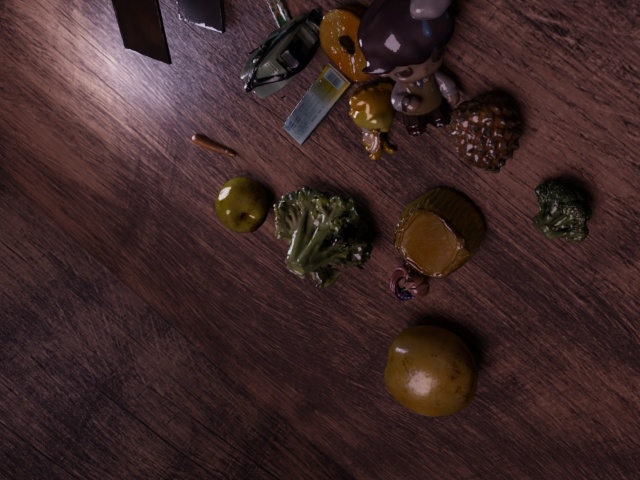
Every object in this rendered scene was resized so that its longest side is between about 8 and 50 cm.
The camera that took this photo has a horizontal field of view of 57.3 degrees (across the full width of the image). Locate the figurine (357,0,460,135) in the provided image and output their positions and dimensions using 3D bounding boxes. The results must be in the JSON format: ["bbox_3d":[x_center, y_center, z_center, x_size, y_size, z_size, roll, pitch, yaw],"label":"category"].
[{"bbox_3d":[0.210,-0.391,1.327,0.218,0.206,0.365,-11,125,16],"label":"figurine"}]

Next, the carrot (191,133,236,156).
[{"bbox_3d":[-0.374,-0.333,2.078,0.190,0.037,0.037,25,140,16],"label":"carrot"}]

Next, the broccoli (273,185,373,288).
[{"bbox_3d":[-0.005,-0.008,1.856,0.348,0.281,0.293,39,146,-12],"label":"broccoli"}]

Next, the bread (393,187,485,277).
[{"bbox_3d":[0.332,-0.019,1.665,0.227,0.142,0.253,40,147,1],"label":"bread"}]

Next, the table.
[{"bbox_3d":[-0.413,-0.672,1.586,0.196,0.250,0.282,23,139,23],"label":"table"}]

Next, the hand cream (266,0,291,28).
[{"bbox_3d":[-0.110,-0.612,1.559,0.057,0.037,0.165,6,136,39],"label":"hand cream"}]

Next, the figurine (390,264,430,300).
[{"bbox_3d":[0.294,0.132,1.867,0.126,0.114,0.157,30,160,-10],"label":"figurine"}]

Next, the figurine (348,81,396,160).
[{"bbox_3d":[0.143,-0.319,1.558,0.246,0.131,0.156,79,172,-59],"label":"figurine"}]

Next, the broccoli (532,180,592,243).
[{"bbox_3d":[0.578,-0.066,1.401,0.162,0.138,0.146,48,-178,-12],"label":"broccoli"}]

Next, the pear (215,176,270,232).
[{"bbox_3d":[-0.277,-0.130,2.074,0.197,0.197,0.197,24,140,22],"label":"pear"}]

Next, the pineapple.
[{"bbox_3d":[0.391,-0.241,1.371,0.166,0.166,0.193,2,129,41],"label":"pineapple"}]

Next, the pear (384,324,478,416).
[{"bbox_3d":[0.369,0.432,1.960,0.314,0.314,0.314,24,140,22],"label":"pear"}]

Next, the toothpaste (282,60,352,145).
[{"bbox_3d":[-0.005,-0.388,1.654,0.089,0.071,0.313,43,144,-5],"label":"toothpaste"}]

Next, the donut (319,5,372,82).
[{"bbox_3d":[0.087,-0.492,1.451,0.190,0.074,0.174,40,150,19],"label":"donut"}]

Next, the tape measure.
[{"bbox_3d":[-0.108,-0.483,1.534,0.115,0.207,0.235,44,147,-26],"label":"tape measure"}]
